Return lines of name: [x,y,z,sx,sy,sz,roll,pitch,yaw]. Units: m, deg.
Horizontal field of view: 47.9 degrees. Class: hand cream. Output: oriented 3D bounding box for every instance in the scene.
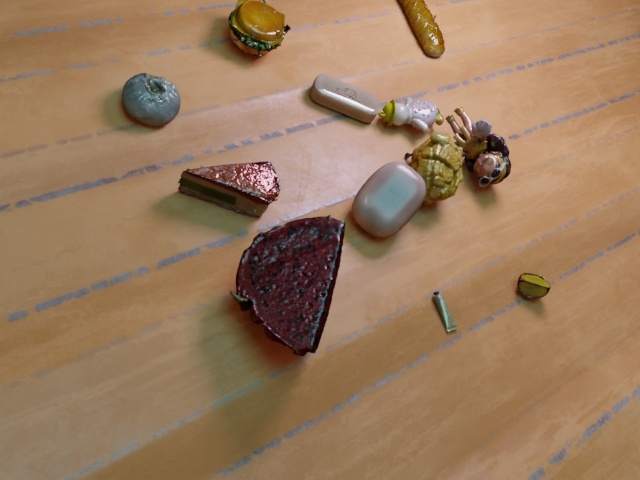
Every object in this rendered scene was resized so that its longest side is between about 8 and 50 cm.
hand cream: [0.299,0.171,1.742,0.035,0.022,0.102,-11,71,-32]

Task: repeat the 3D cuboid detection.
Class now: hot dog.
hot dog: [0.318,-0.706,2.297,0.087,0.061,0.286,-18,67,-22]

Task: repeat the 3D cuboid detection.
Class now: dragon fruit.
dragon fruit: [-0.074,0.101,1.537,0.204,0.152,0.317,13,61,6]

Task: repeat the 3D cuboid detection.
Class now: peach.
peach: [0.551,0.121,1.877,0.083,0.050,0.077,-2,37,-38]

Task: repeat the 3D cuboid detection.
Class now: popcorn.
popcorn: [0.305,-0.193,1.891,0.140,0.163,0.194,31,45,-17]

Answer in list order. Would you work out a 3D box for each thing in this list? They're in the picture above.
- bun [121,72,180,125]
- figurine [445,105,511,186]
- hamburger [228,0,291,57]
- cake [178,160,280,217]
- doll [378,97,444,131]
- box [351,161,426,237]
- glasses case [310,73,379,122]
bun: [-0.395,-0.339,1.688,0.140,0.083,0.141,11,55,-16]
figurine: [0.434,-0.261,2.010,0.240,0.174,0.115,52,36,4]
hamburger: [-0.173,-0.572,1.943,0.164,0.093,0.190,28,53,-10]
cake: [-0.199,-0.107,1.632,0.220,0.086,0.117,-10,62,-32]
doll: [0.254,-0.353,2.020,0.207,0.081,0.129,-3,54,-26]
box: [0.169,-0.102,1.783,0.146,0.088,0.200,41,73,4]
glasses case: [0.068,-0.387,1.969,0.196,0.050,0.083,19,55,-15]
